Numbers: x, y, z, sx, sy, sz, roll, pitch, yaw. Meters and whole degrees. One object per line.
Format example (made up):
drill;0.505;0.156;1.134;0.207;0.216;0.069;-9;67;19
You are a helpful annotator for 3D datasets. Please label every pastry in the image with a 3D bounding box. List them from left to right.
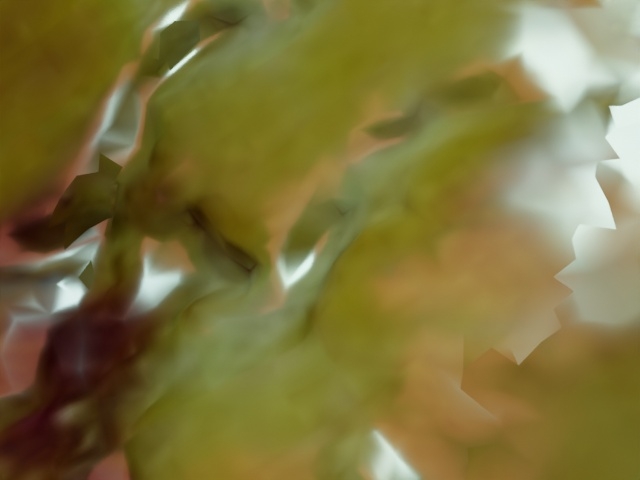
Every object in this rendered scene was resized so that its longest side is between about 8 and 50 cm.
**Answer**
pastry;0.000;0.000;0.499;0.410;0.245;0.409;-10;67;23
